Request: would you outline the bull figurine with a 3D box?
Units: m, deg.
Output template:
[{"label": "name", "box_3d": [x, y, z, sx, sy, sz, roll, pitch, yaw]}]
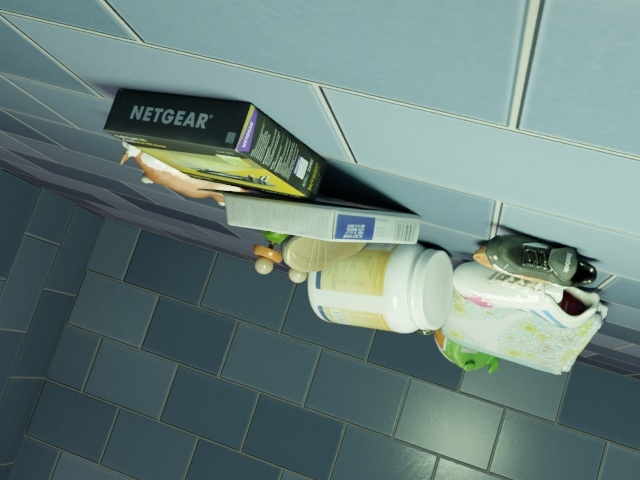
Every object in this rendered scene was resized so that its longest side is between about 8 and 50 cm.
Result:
[{"label": "bull figurine", "box_3d": [-0.294, -0.151, 1.523, 0.311, 0.101, 0.188, 21, 173, -15]}]

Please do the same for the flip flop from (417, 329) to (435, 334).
[{"label": "flip flop", "box_3d": [0.269, 0.156, 2.049, 0.080, 0.112, 0.277, 25, -159, -42]}]

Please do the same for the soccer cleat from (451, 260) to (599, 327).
[{"label": "soccer cleat", "box_3d": [0.472, 0.107, 1.629, 0.332, 0.116, 0.143, 16, 156, -2]}]

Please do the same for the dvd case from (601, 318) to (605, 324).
[{"label": "dvd case", "box_3d": [0.649, 0.176, 1.955, 0.180, 0.022, 0.253, 11, 170, 43]}]

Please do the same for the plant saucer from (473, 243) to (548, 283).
[{"label": "plant saucer", "box_3d": [0.423, 0.046, 1.500, 0.200, 0.037, 0.200, 17, 173, 2]}]

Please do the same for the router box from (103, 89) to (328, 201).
[{"label": "router box", "box_3d": [-0.179, -0.163, 1.239, 0.309, 0.080, 0.243, 13, 170, 34]}]

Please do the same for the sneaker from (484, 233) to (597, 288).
[{"label": "sneaker", "box_3d": [0.418, 0.037, 1.321, 0.234, 0.078, 0.106, 17, 170, -24]}]

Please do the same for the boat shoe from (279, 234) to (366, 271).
[{"label": "boat shoe", "box_3d": [0.000, 0.000, 1.651, 0.092, 0.102, 0.285, 22, -153, 36]}]

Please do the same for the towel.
[{"label": "towel", "box_3d": [0.515, 0.206, 1.864, 0.375, 0.090, 0.320, 16, 145, 9]}]

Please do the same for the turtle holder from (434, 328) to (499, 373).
[{"label": "turtle holder", "box_3d": [0.557, 0.320, 2.571, 0.320, 0.243, 0.227, -21, -150, -25]}]

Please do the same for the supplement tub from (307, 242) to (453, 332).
[{"label": "supplement tub", "box_3d": [0.151, 0.109, 1.787, 0.316, 0.228, 0.228, 5, 166, 32]}]

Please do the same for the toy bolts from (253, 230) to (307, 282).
[{"label": "toy bolts", "box_3d": [-0.083, 0.057, 2.279, 0.218, 0.158, 0.229, 24, 170, -38]}]

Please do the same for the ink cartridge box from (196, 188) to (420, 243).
[{"label": "ink cartridge box", "box_3d": [-0.020, -0.046, 1.416, 0.330, 0.071, 0.324, 9, -175, 34]}]
